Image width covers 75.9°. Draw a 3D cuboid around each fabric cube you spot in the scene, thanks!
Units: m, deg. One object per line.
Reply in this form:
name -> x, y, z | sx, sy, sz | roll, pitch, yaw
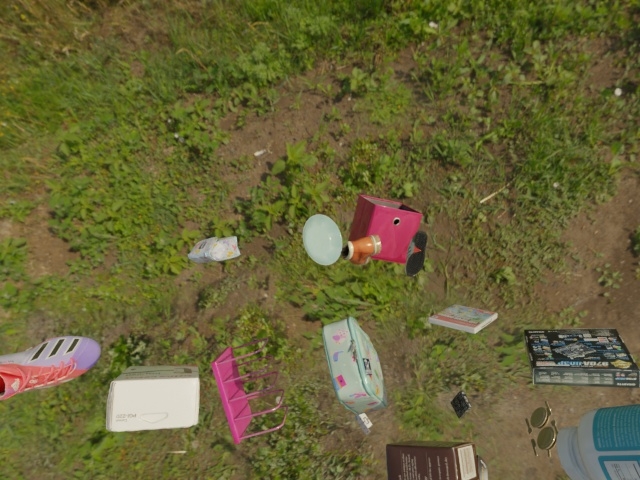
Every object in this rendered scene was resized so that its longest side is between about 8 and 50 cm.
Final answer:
fabric cube -> 0.306, -0.058, 2.015 | 0.253, 0.259, 0.259 | 11, 104, -15

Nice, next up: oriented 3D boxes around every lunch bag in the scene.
lunch bag -> -0.223, 0.020, 0.856 | 0.071, 0.083, 0.053 | -10, 96, 37
lunch bag -> 0.099, 0.342, 1.132 | 0.107, 0.279, 0.224 | -17, 54, 10

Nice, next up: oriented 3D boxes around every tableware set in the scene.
tableware set -> 0.844, 0.708, 1.538 | 0.039, 0.194, 0.128 | 33, 114, 3

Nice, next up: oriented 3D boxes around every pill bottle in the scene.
pill bottle -> 0.529, 0.338, 0.653 | 0.264, 0.146, 0.147 | -38, 55, 49

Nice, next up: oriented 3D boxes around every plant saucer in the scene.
plant saucer -> 0.000, 0.000, 1.553 | 0.037, 0.194, 0.195 | -18, 61, 48

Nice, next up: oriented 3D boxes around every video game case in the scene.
video game case -> 0.623, 0.336, 1.787 | 0.203, 0.285, 0.025 | 7, 99, 39

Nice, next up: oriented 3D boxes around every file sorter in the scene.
file sorter -> -0.244, 0.530, 1.495 | 0.182, 0.202, 0.291 | -17, 90, 2

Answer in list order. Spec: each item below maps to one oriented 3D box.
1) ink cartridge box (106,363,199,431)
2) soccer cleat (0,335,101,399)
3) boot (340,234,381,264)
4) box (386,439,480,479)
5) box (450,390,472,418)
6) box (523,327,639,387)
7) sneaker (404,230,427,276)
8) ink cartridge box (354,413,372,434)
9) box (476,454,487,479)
ink cartridge box -> -0.331, 0.314, 0.843 | 0.158, 0.218, 0.093 | 3, 81, -17
soccer cleat -> -0.444, 0.200, 0.614 | 0.095, 0.247, 0.083 | 10, 92, 33
boot -> 0.082, 0.027, 0.998 | 0.084, 0.158, 0.059 | -11, 75, -14
box -> 0.310, 0.646, 1.122 | 0.203, 0.168, 0.167 | -17, 63, 35
box -> 0.529, 0.618, 1.544 | 0.018, 0.083, 0.067 | 1, 39, -21
box -> 0.637, 0.287, 1.022 | 0.220, 0.175, 0.051 | -6, 109, 21
sneaker -> 0.322, 0.050, 1.394 | 0.057, 0.075, 0.162 | 15, 77, 4
ink cartridge box -> 0.184, 0.762, 1.713 | 0.028, 0.048, 0.083 | -20, 61, -33
box -> 0.448, 0.844, 1.385 | 0.231, 0.183, 0.056 | -35, 99, 31
